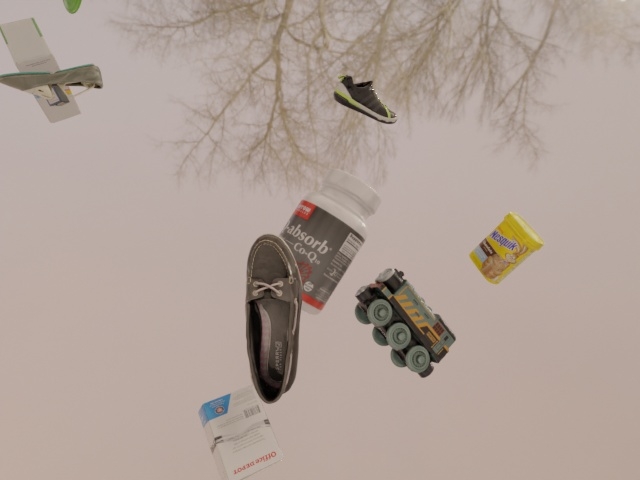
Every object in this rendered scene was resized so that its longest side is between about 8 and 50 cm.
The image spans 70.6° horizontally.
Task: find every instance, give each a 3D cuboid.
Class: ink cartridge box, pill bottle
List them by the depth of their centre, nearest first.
[{"bbox_3d":[-0.195,0.469,1.089,0.139,0.082,0.191,-12,-117,-32],"label":"ink cartridge box"},{"bbox_3d":[-0.741,-0.446,1.203,0.093,0.212,0.154,-26,-112,-21],"label":"ink cartridge box"},{"bbox_3d":[0.000,0.000,1.232,0.210,0.210,0.363,31,-94,17],"label":"pill bottle"}]

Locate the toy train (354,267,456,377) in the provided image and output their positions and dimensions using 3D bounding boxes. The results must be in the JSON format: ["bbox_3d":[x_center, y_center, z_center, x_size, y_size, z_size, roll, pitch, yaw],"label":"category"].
[{"bbox_3d":[0.249,0.242,1.342,0.190,0.142,0.334,-41,-85,-19],"label":"toy train"}]

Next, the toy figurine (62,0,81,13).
[{"bbox_3d":[-0.502,-0.487,0.773,0.159,0.173,0.130,-8,-90,-44],"label":"toy figurine"}]

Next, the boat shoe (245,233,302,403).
[{"bbox_3d":[-0.093,0.157,0.894,0.112,0.336,0.095,-1,-170,4],"label":"boat shoe"}]

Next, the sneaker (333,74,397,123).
[{"bbox_3d":[0.150,-0.427,1.361,0.234,0.097,0.084,15,-157,-27],"label":"sneaker"}]

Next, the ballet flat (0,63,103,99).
[{"bbox_3d":[-0.609,-0.359,1.037,0.213,0.068,0.072,-24,-158,-34],"label":"ballet flat"}]

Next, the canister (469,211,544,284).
[{"bbox_3d":[0.509,0.024,1.252,0.073,0.170,0.126,12,-142,-37],"label":"canister"}]
